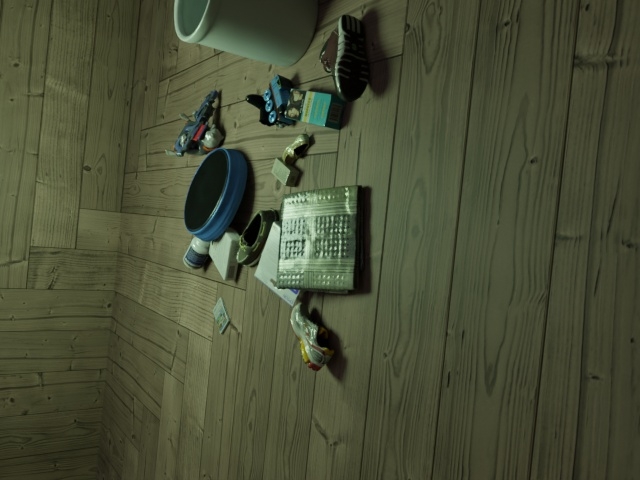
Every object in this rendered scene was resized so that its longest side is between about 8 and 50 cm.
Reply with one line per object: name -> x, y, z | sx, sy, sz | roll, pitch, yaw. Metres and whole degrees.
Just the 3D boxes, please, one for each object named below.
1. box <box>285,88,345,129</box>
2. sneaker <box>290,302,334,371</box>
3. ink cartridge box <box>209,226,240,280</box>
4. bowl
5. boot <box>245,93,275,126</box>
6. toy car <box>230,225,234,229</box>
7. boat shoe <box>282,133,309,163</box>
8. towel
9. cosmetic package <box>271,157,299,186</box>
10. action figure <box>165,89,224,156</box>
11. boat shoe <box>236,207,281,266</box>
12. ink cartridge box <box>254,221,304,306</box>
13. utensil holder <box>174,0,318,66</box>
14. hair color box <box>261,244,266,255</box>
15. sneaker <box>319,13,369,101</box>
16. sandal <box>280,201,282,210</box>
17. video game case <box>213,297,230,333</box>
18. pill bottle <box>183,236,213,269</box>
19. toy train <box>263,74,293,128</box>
box -> -0.020, -0.422, 1.786 | 0.244, 0.060, 0.101 | 27, 108, 52
sneaker -> -0.019, 0.279, 1.695 | 0.092, 0.088, 0.225 | -41, 52, 19
ink cartridge box -> -0.382, 0.028, 2.234 | 0.225, 0.056, 0.181 | 48, 131, 52
bowl -> -0.432, -0.192, 2.251 | 0.391, 0.077, 0.391 | -28, 52, 43
boot -> -0.212, -0.467, 2.015 | 0.045, 0.121, 0.099 | -35, 52, 50
toy car -> -0.383, -0.049, 2.286 | 0.122, 0.060, 0.040 | 24, 62, 36
boat shoe -> -0.083, -0.298, 1.867 | 0.135, 0.050, 0.045 | -47, 45, 41
towel -> 0.000, 0.000, 1.678 | 0.324, 0.056, 0.312 | -2, 82, 41
cosmetic package -> -0.121, -0.234, 1.920 | 0.115, 0.041, 0.060 | 48, 124, 46
action figure -> -0.527, -0.485, 2.474 | 0.330, 0.178, 0.341 | 19, 75, 47
boat shoe -> -0.239, -0.010, 2.013 | 0.305, 0.091, 0.109 | -48, 49, 40
ink cartridge box -> -0.111, 0.076, 1.824 | 0.206, 0.045, 0.208 | 35, 112, 34
utensil holder -> -0.246, -0.781, 1.870 | 0.327, 0.385, 0.328 | -8, 80, 54
hair color box -> -0.150, 0.019, 1.928 | 0.072, 0.043, 0.141 | 57, 130, 40
sneaker -> 0.060, -0.512, 1.668 | 0.162, 0.106, 0.282 | -27, 54, 56
sandal -> -0.093, -0.091, 1.874 | 0.067, 0.040, 0.179 | -65, 25, 17
video game case -> -0.404, 0.306, 2.274 | 0.087, 0.011, 0.122 | -56, 44, 33
pill bottle -> -0.517, 0.040, 2.392 | 0.169, 0.094, 0.094 | -54, 46, 38
toy train -> -0.137, -0.481, 1.946 | 0.105, 0.080, 0.184 | -37, 56, 39
